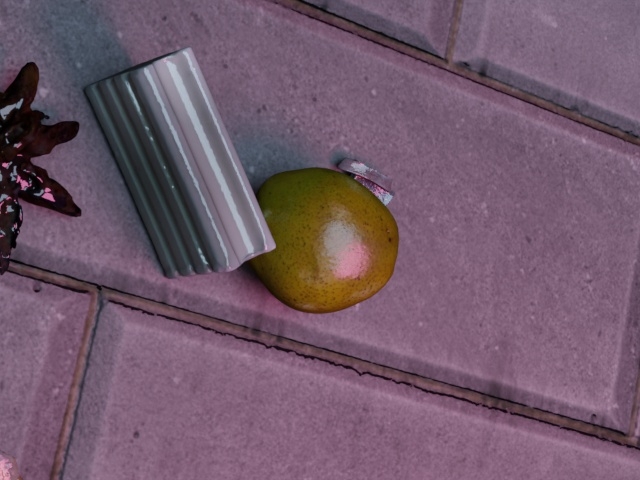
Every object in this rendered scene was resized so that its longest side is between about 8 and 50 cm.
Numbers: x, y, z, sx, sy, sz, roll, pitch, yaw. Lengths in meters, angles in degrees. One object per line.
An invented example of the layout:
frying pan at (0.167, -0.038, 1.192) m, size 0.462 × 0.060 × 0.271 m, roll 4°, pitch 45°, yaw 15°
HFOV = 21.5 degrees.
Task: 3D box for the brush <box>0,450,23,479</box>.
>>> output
brush at (-0.400, 0.295, 1.881) m, size 0.267 × 0.166 × 0.174 m, roll 25°, pitch 73°, yaw -30°

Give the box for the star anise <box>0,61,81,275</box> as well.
star anise at (-0.381, -0.093, 1.958) m, size 0.272 × 0.102 × 0.272 m, roll 1°, pitch 88°, yaw -29°

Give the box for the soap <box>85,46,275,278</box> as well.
soap at (-0.171, -0.091, 2.054) m, size 0.088 × 0.160 × 0.265 m, roll -28°, pitch 101°, yaw -31°

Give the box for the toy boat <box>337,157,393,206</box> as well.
toy boat at (0.046, -0.041, 2.267) m, size 0.096 × 0.034 × 0.122 m, roll 25°, pitch 82°, yaw -28°

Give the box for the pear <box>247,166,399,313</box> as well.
pear at (0.000, 0.001, 2.143) m, size 0.198 × 0.198 × 0.198 m, roll 3°, pitch 85°, yaw -32°
